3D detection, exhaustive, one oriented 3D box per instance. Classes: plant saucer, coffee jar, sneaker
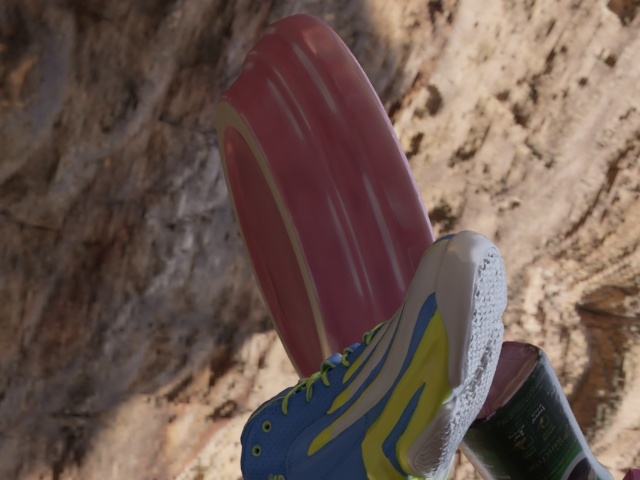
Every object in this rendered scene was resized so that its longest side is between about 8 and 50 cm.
[{"bbox_3d":[0.000,0.000,0.950,0.084,0.332,0.332,-20,-121,-12],"label":"plant saucer"},{"bbox_3d":[0.172,0.177,1.014,0.079,0.184,0.096,1,-141,51],"label":"coffee jar"},{"bbox_3d":[0.015,0.092,0.661,0.126,0.091,0.240,20,-63,19],"label":"sneaker"}]

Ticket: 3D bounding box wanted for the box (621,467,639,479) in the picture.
[{"bbox_3d":[0.387,0.330,1.116,0.117,0.243,0.214,97,-3,-54],"label":"box"}]
